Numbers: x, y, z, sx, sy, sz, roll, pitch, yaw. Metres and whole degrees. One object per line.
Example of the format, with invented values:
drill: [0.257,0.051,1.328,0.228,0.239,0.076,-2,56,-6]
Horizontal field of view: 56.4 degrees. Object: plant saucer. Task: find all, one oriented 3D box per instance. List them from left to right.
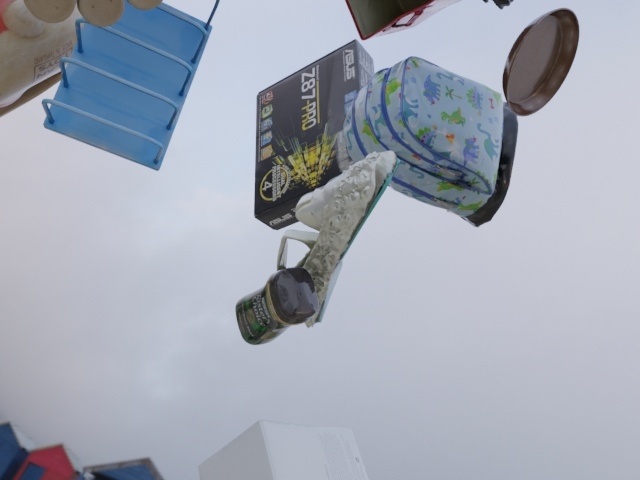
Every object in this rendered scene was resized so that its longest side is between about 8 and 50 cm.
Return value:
plant saucer: [0.336,-0.276,0.924,0.029,0.168,0.168,39,-19,39]

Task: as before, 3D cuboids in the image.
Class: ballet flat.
ballet flat: [0.000,0.000,1.044,0.147,0.147,0.408,25,-51,0]

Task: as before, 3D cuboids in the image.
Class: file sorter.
file sorter: [-0.180,-0.175,0.578,0.118,0.170,0.104,21,-10,-18]

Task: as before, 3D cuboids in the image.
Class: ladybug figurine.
ladybug figurine: [-0.468,-0.267,0.828,0.449,0.305,0.161,-3,-56,49]

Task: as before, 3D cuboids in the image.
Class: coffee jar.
coffee jar: [-0.077,0.115,1.034,0.079,0.096,0.184,-5,-20,-34]

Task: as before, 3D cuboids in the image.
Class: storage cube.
storage cube: [0.162,-0.515,1.121,0.184,0.193,0.214,-14,-78,47]

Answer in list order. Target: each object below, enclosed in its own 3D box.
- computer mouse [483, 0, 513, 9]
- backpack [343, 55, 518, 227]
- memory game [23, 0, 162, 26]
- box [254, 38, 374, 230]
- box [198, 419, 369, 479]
computer mouse: [0.206,-0.380,0.701,0.188,0.272,0.072,54,-33,-7]
backpack: [0.225,-0.217,1.217,0.356,0.290,0.273,16,-17,-6]
memory game: [-0.168,-0.246,0.427,0.012,0.186,0.186,45,-17,38]
box: [-0.012,-0.252,1.437,0.318,0.394,0.097,-19,-34,29]
box: [-0.044,0.303,0.757,0.130,0.091,0.171,-41,-42,25]
